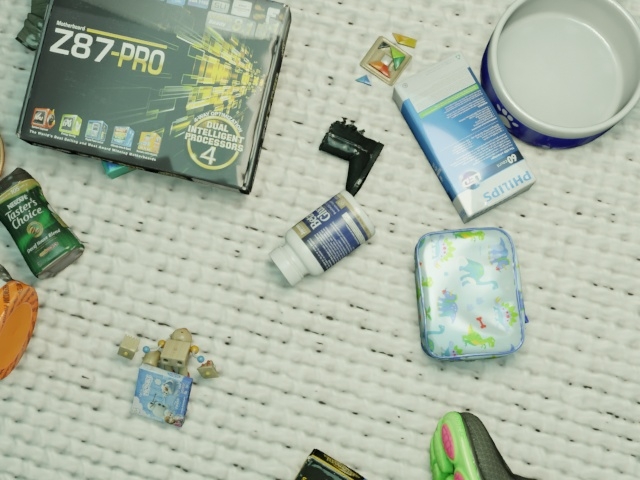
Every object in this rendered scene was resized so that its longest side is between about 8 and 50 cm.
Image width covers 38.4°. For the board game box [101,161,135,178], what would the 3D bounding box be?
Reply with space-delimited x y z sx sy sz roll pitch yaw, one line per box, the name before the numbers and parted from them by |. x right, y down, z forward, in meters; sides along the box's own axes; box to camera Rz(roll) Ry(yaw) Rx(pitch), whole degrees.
board game box | -0.334 -0.235 1.613 0.160 0.047 0.210 -23 82 -2

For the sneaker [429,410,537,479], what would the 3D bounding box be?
sneaker | 0.347 0.461 1.441 0.202 0.185 0.482 -35 84 -22

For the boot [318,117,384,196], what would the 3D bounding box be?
boot | 0.044 -0.145 1.589 0.099 0.045 0.121 28 76 4

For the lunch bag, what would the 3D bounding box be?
lunch bag | 0.247 0.091 1.522 0.176 0.090 0.219 -6 81 2

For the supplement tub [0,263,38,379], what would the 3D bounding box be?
supplement tub | -0.650 0.100 1.491 0.338 0.207 0.207 17 82 5

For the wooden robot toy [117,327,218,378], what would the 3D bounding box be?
wooden robot toy | -0.247 0.183 1.549 0.173 0.076 0.079 10 46 4

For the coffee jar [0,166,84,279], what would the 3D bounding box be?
coffee jar | -0.493 -0.031 1.571 0.096 0.079 0.184 -38 81 -4

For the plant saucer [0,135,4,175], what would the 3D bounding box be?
plant saucer | -0.650 -0.142 1.615 0.200 0.037 0.200 0 82 2

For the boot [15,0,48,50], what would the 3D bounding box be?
boot | -0.409 -0.387 1.637 0.247 0.083 0.161 13 94 4

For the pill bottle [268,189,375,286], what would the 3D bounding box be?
pill bottle | 0.000 0.000 1.542 0.169 0.094 0.094 -37 82 -4

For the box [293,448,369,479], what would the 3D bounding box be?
box | 0.016 0.531 1.445 0.257 0.079 0.322 31 92 8

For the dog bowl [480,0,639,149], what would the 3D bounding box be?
dog bowl | 0.409 -0.292 1.559 0.265 0.104 0.264 0 78 -2

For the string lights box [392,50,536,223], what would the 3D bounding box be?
string lights box | 0.242 -0.175 1.571 0.133 0.077 0.259 -27 81 -3

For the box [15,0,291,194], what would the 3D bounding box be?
box | -0.272 -0.273 1.537 0.395 0.097 0.318 14 86 2

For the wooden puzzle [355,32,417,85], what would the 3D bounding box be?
wooden puzzle | 0.117 -0.320 1.629 0.079 0.014 0.116 28 83 6

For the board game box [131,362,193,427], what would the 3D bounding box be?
board game box | -0.263 0.257 1.526 0.090 0.020 0.090 16 113 5
